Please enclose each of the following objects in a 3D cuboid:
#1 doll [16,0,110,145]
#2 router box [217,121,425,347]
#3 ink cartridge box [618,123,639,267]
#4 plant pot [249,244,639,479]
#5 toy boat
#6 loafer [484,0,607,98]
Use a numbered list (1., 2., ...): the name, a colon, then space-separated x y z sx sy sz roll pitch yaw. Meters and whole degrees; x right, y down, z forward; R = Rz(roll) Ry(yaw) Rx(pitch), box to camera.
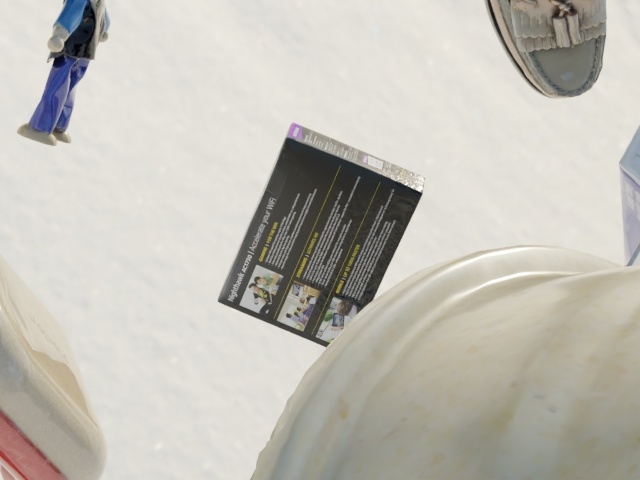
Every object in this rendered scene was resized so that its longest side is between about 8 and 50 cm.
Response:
1. doll: -0.234 -0.184 1.645 0.046 0.189 0.129 21 10 10
2. router box: 0.000 0.000 1.583 0.133 0.179 0.046 23 22 -3
3. ink cartridge box: 0.355 -0.071 1.710 0.071 0.330 0.324 30 -11 18
4. plant pot: 0.194 0.121 0.382 0.334 0.305 0.334 22 58 -41
5. toy boat: -0.246 0.108 1.189 0.151 0.151 0.231 63 2 39
6. loafer: 0.083 -0.111 0.654 0.039 0.045 0.125 -124 -160 -75
